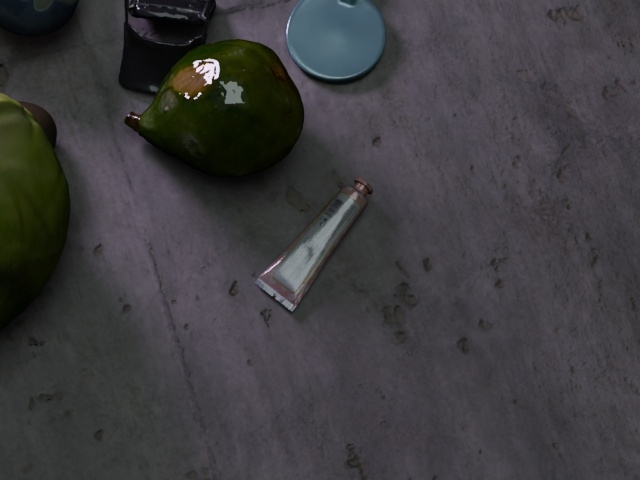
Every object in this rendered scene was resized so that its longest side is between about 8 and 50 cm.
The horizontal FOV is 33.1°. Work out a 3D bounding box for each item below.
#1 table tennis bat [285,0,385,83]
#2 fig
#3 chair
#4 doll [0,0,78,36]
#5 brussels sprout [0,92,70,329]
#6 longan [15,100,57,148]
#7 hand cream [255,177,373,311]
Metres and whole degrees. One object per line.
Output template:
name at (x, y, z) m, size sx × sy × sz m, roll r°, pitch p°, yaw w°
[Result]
table tennis bat at (0.034, -0.345, 1.618) m, size 0.149 × 0.038 × 0.237 m, roll 16°, pitch 75°, yaw -1°
fig at (-0.148, -0.175, 1.480) m, size 0.244 × 0.195 × 0.195 m, roll -15°, pitch 71°, yaw 24°
chair at (-0.214, -0.334, 1.548) m, size 0.140 × 0.221 × 0.145 m, roll 7°, pitch 28°, yaw -5°
doll at (-0.404, -0.412, 1.501) m, size 0.154 × 0.228 × 0.259 m, roll -19°, pitch 54°, yaw 27°
brussels sprout at (-0.464, -0.036, 1.302) m, size 0.268 × 0.344 × 0.344 m, roll 2°, pitch 67°, yaw 30°
longan at (-0.412, -0.144, 1.463) m, size 0.106 × 0.106 × 0.119 m, roll -14°, pitch 32°, yaw -12°
hand cream at (0.000, 0.000, 1.498) m, size 0.067 × 0.043 × 0.210 m, roll 38°, pitch 76°, yaw 8°
